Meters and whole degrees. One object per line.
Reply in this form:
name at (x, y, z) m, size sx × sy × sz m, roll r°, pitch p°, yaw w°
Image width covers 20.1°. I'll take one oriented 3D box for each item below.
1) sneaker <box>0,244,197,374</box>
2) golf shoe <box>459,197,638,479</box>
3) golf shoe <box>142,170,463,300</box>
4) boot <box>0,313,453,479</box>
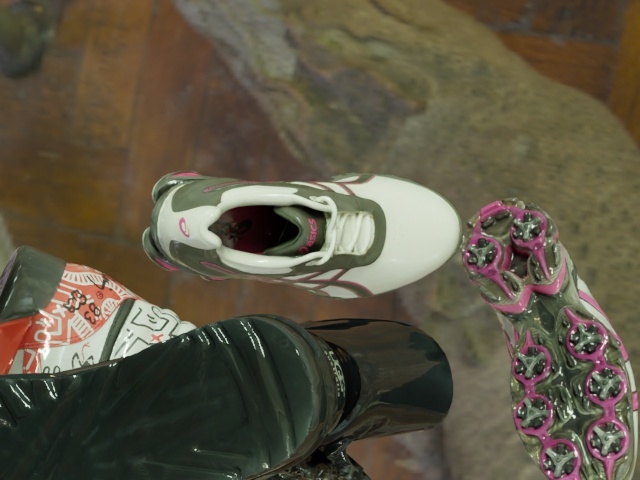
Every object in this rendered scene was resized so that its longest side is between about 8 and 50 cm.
sneaker at (-0.166, 0.150, 1.091) m, size 0.270 × 0.145 × 0.090 m, roll -70°, pitch 13°, yaw -14°
golf shoe at (0.136, 0.065, 0.989) m, size 0.067 × 0.086 × 0.186 m, roll -24°, pitch 54°, yaw 14°
golf shoe at (0.000, 0.000, 1.424) m, size 0.120 × 0.273 × 0.105 m, roll -169°, pitch 80°, yaw -67°
boot at (-0.073, 0.097, 0.847) m, size 0.246 × 0.207 × 0.094 m, roll -20°, pitch 79°, yaw 17°
